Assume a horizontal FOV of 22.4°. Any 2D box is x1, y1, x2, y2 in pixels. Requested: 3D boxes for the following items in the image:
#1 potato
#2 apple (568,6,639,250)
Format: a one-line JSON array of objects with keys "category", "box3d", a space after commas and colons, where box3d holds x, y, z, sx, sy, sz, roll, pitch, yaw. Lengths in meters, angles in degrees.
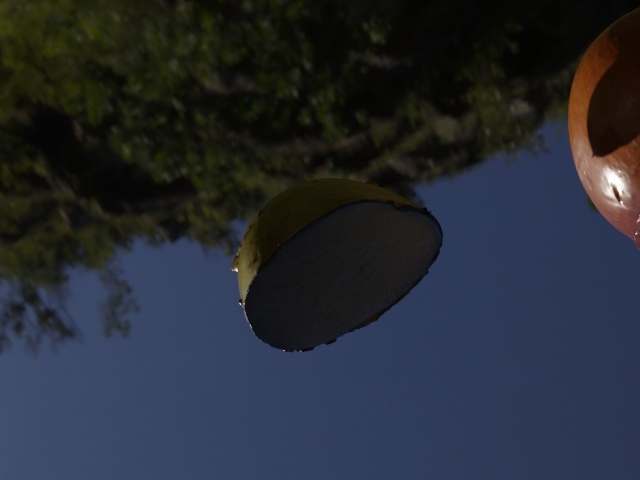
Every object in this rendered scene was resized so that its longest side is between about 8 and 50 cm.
[{"category": "potato", "box3d": [0.000, 0.000, 1.540, 0.202, 0.182, 0.117, -36, -131, 2]}, {"category": "apple", "box3d": [0.351, -0.117, 1.513, 0.251, 0.272, 0.206, -38, -109, 14]}]
